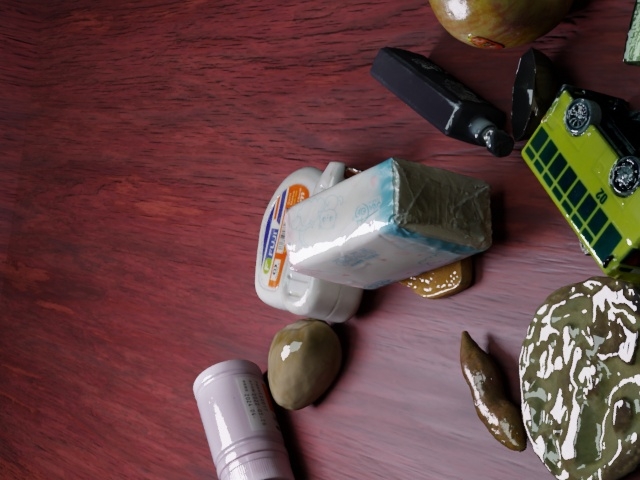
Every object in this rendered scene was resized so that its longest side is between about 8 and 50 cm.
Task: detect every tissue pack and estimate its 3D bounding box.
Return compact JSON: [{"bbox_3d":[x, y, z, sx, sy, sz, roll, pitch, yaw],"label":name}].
[{"bbox_3d":[0.098,-0.020,1.978,0.271,0.201,0.124,-22,58,50],"label":"tissue pack"}]

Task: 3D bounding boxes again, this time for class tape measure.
[{"bbox_3d":[0.000,0.000,2.235,0.265,0.130,0.258,10,89,61],"label":"tape measure"}]

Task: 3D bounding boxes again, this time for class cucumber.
[{"bbox_3d":[0.457,-0.273,1.687,0.116,0.062,0.115,15,97,43],"label":"cucumber"}]

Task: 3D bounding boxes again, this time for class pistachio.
[{"bbox_3d":[-0.031,0.209,2.261,0.185,0.126,0.108,-63,-4,30],"label":"pistachio"}]

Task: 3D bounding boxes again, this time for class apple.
[{"bbox_3d":[0.255,-0.375,1.867,0.188,0.211,0.211,-5,79,59],"label":"apple"}]

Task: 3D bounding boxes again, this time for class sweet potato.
[{"bbox_3d":[0.242,0.220,1.904,0.065,0.051,0.218,-60,39,34],"label":"sweet potato"}]

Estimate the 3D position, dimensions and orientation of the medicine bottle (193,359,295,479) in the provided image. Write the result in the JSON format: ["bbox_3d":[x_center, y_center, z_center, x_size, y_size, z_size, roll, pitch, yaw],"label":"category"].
[{"bbox_3d":[-0.135,0.345,2.350,0.133,0.133,0.250,-53,43,35],"label":"medicine bottle"}]

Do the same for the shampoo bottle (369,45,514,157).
[{"bbox_3d":[0.193,-0.206,2.019,0.309,0.098,0.071,47,117,48],"label":"shampoo bottle"}]

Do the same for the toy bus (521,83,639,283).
[{"bbox_3d":[0.380,-0.067,1.698,0.150,0.128,0.262,-58,40,31],"label":"toy bus"}]

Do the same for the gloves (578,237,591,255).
[{"bbox_3d":[0.369,-0.009,1.787,0.044,0.037,0.081,-12,64,17],"label":"gloves"}]

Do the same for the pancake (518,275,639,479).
[{"bbox_3d":[0.364,0.179,1.740,0.294,0.049,0.294,-11,77,56],"label":"pancake"}]

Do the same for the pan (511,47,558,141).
[{"bbox_3d":[0.303,-0.181,1.845,0.202,0.048,0.128,-87,2,-52],"label":"pan"}]

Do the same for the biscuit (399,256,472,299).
[{"bbox_3d":[0.167,0.014,2.071,0.220,0.029,0.142,28,106,53],"label":"biscuit"}]
